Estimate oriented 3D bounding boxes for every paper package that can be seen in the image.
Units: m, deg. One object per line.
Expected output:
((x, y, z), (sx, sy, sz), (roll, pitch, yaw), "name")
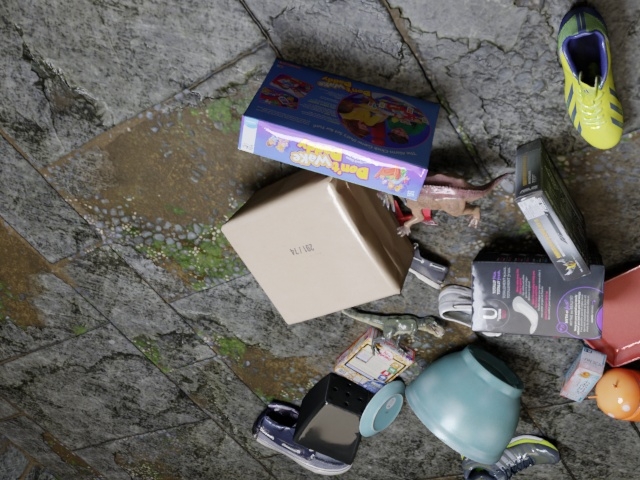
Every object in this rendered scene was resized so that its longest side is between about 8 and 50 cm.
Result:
((0.000, 0.000, 1.555), (0.325, 0.168, 0.309), (-20, 111, 35), "paper package")

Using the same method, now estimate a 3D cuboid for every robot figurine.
((0.769, 0.381, 1.709), (0.220, 0.158, 0.128), (11, 97, -21), "robot figurine")

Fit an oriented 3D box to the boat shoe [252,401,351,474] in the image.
((-0.046, 0.622, 2.187), (0.341, 0.127, 0.158), (20, 141, 0), "boat shoe")

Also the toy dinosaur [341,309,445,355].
((0.185, 0.241, 1.821), (0.268, 0.064, 0.118), (6, 109, 7), "toy dinosaur")

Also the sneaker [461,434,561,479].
((0.553, 0.654, 2.042), (0.300, 0.121, 0.111), (-16, 124, 28), "sneaker")

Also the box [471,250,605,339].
((0.475, 0.114, 1.532), (0.271, 0.143, 0.165), (2, 100, 19), "box")

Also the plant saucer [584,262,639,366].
((0.718, 0.164, 1.612), (0.258, 0.047, 0.259), (41, 129, -19), "plant saucer")

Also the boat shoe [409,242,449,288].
((0.214, 0.035, 1.652), (0.206, 0.075, 0.065), (34, 96, -10), "boat shoe")

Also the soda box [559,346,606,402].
((0.653, 0.337, 1.740), (0.058, 0.063, 0.183), (19, 149, 13), "soda box")

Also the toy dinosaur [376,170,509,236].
((0.230, -0.102, 1.408), (0.296, 0.127, 0.200), (-3, 161, 16), "toy dinosaur")

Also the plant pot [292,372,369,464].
((0.047, 0.503, 2.031), (0.188, 0.188, 0.167), (23, 121, -4), "plant pot")

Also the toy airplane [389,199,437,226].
((0.192, -0.053, 1.587), (0.151, 0.028, 0.151), (11, 149, 7), "toy airplane")

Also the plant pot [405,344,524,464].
((0.393, 0.393, 1.781), (0.293, 0.293, 0.196), (31, 106, -11), "plant pot")

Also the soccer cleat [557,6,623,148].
((0.482, -0.271, 1.247), (0.094, 0.121, 0.289), (-10, 127, 24), "soccer cleat")

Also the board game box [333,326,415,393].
((0.147, 0.336, 1.935), (0.147, 0.045, 0.193), (31, 132, -11), "board game box")

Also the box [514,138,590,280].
((0.464, -0.062, 1.397), (0.056, 0.183, 0.231), (-22, 122, 30), "box")

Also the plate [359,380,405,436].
((0.183, 0.481, 1.970), (0.024, 0.188, 0.188), (34, 144, 37), "plate")

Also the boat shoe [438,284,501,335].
((0.420, 0.191, 1.691), (0.277, 0.096, 0.098), (11, 132, 7), "boat shoe")

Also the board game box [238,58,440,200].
((0.043, -0.222, 1.348), (0.347, 0.233, 0.078), (17, 133, 2), "board game box")
